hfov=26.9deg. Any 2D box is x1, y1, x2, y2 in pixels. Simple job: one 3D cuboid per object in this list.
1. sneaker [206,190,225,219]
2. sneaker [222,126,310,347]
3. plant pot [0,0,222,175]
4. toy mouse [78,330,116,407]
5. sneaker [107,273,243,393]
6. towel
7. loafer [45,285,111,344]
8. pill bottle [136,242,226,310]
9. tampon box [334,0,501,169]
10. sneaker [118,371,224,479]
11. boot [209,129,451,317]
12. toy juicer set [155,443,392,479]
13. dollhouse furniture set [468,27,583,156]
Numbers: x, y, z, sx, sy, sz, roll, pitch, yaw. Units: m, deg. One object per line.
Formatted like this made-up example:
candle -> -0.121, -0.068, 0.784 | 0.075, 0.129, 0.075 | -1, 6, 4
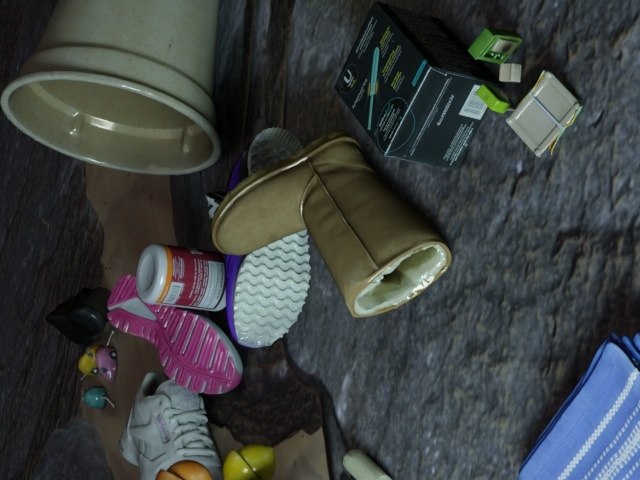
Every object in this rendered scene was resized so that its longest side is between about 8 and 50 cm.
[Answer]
sneaker -> -0.136, -0.038, 1.962 | 0.109, 0.040, 0.044 | -141, 48, -59
sneaker -> -0.085, 0.004, 1.817 | 0.146, 0.102, 0.293 | -18, 64, 63
plant pot -> -0.283, -0.304, 2.040 | 0.334, 0.333, 0.305 | -19, 55, 56
toy mouse -> -0.382, 0.235, 2.291 | 0.161, 0.031, 0.143 | -59, 37, 31
sneaker -> -0.192, 0.134, 1.951 | 0.252, 0.111, 0.103 | 38, 105, 31
towel -> 0.279, 0.276, 1.167 | 0.243, 0.040, 0.336 | 115, 147, -42
loafer -> -0.411, 0.127, 2.342 | 0.220, 0.080, 0.078 | -13, 39, 58
pill bottle -> -0.175, 0.054, 1.885 | 0.086, 0.152, 0.086 | -22, 64, 55
tampon box -> 0.107, -0.177, 1.531 | 0.120, 0.101, 0.161 | -63, 35, 26
sneaker -> -0.210, 0.287, 1.918 | 0.305, 0.114, 0.152 | 32, 111, 57
boot -> 0.000, 0.000, 1.600 | 0.236, 0.089, 0.269 | -38, 42, 5
toy juicer set -> -0.040, 0.314, 1.536 | 0.209, 0.329, 0.089 | -109, 19, -68
dollhouse furniture set -> 0.222, -0.159, 1.418 | 0.152, 0.058, 0.076 | 52, 121, 26
